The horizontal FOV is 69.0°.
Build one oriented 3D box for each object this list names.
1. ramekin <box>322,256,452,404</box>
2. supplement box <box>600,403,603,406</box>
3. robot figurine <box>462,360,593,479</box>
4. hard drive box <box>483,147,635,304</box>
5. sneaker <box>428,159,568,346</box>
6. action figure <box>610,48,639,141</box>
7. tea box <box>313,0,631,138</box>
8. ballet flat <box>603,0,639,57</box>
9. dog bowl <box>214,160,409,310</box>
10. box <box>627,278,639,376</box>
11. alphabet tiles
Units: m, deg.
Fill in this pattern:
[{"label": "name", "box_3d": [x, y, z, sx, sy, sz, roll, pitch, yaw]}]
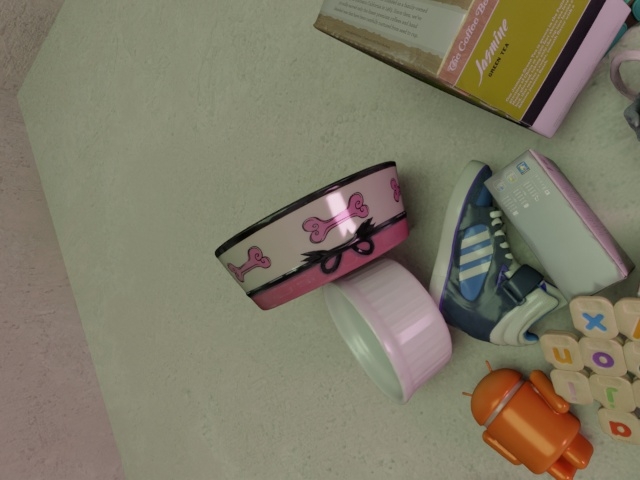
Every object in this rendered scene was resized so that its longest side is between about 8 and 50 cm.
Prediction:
[{"label": "ramekin", "box_3d": [0.132, 0.168, 0.926, 0.277, 0.135, 0.277, 54, 165, 22]}, {"label": "supplement box", "box_3d": [0.491, 0.264, 0.778, 0.036, 0.062, 0.099, -17, 82, 37]}, {"label": "robot figurine", "box_3d": [0.367, 0.319, 0.836, 0.219, 0.128, 0.158, 39, 158, 29]}, {"label": "hard drive box", "box_3d": [0.395, -0.025, 0.765, 0.089, 0.181, 0.232, -41, 68, 31]}, {"label": "sneaker", "box_3d": [0.343, 0.032, 0.853, 0.236, 0.130, 0.323, 17, 99, 27]}, {"label": "action figure", "box_3d": [0.635, -0.190, 0.605, 0.370, 0.248, 0.276, -29, 48, 36]}, {"label": "tea box", "box_3d": [0.225, -0.354, 0.743, 0.329, 0.323, 0.220, 47, 119, 45]}, {"label": "ballet flat", "box_3d": [0.478, -0.374, 0.750, 0.247, 0.083, 0.087, -45, 58, 29]}, {"label": "dog bowl", "box_3d": [0.000, 0.000, 0.950, 0.407, 0.408, 0.151, -27, 89, 35]}, {"label": "box", "box_3d": [0.510, 0.106, 0.672, 0.090, 0.130, 0.171, 10, 131, 37]}, {"label": "alphabet tiles", "box_3d": [0.470, 0.193, 0.656, 0.284, 0.021, 0.278, -5, 116, 46]}]
